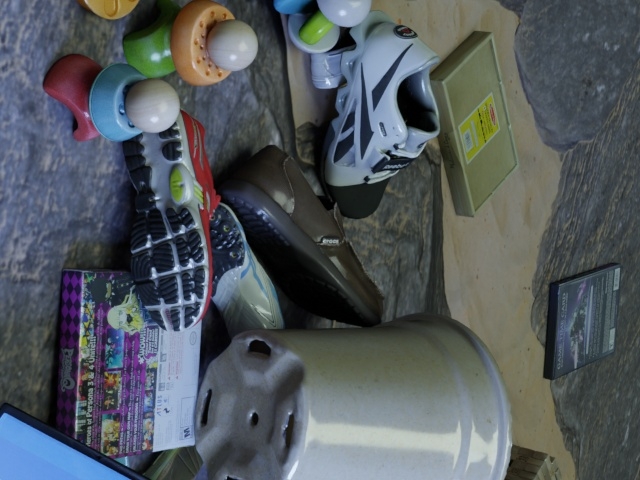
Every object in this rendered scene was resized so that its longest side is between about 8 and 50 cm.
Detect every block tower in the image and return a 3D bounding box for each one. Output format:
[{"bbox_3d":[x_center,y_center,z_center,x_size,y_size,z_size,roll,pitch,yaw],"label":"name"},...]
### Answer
[{"bbox_3d":[0.327,0.525,2.336,0.335,0.097,0.091,-51,135,-34],"label":"block tower"}]

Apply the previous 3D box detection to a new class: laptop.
[{"bbox_3d":[-0.310,0.348,1.350,0.234,0.136,0.264,31,70,-12],"label":"laptop"}]

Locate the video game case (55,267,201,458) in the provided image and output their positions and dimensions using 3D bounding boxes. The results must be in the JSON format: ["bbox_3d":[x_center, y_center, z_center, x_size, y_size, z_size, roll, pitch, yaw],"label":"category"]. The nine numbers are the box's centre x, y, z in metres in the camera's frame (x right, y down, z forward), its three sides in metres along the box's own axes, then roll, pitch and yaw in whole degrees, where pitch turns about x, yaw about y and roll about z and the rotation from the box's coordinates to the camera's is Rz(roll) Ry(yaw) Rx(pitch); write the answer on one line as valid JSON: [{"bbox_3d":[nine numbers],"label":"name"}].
[{"bbox_3d":[-0.231,0.149,1.551,0.210,0.042,0.232,0,94,-53],"label":"video game case"}]

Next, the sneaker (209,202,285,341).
[{"bbox_3d":[-0.110,0.047,1.676,0.086,0.085,0.237,-71,148,-56],"label":"sneaker"}]

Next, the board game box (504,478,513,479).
[{"bbox_3d":[0.289,0.573,2.000,0.357,0.356,0.356,16,85,-31],"label":"board game box"}]

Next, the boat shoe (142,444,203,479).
[{"bbox_3d":[-0.204,0.304,1.644,0.153,0.048,0.056,-51,132,-40],"label":"boat shoe"}]

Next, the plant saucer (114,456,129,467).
[{"bbox_3d":[-0.304,0.283,1.525,0.192,0.018,0.067,-19,113,-48],"label":"plant saucer"}]

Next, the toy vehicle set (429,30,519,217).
[{"bbox_3d":[0.259,-0.194,2.114,0.166,0.035,0.266,-44,131,-37],"label":"toy vehicle set"}]

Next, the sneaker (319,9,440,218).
[{"bbox_3d":[0.093,-0.146,1.780,0.122,0.146,0.330,-31,142,-36],"label":"sneaker"}]

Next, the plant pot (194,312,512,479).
[{"bbox_3d":[0.021,0.241,1.627,0.306,0.334,0.333,12,89,-41],"label":"plant pot"}]

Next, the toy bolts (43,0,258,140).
[{"bbox_3d":[-0.195,-0.222,1.422,0.228,0.159,0.218,-58,138,-26],"label":"toy bolts"}]

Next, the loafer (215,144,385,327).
[{"bbox_3d":[0.000,0.000,1.748,0.130,0.134,0.366,-62,139,-21],"label":"loafer"}]

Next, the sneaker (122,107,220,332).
[{"bbox_3d":[-0.161,-0.028,1.534,0.118,0.107,0.278,4,81,-63],"label":"sneaker"}]

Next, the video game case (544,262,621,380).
[{"bbox_3d":[0.538,0.161,2.572,0.274,0.026,0.196,-12,108,-49],"label":"video game case"}]

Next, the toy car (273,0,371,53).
[{"bbox_3d":[0.004,-0.350,1.681,0.136,0.159,0.182,35,68,-13],"label":"toy car"}]

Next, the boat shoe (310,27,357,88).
[{"bbox_3d":[0.050,-0.279,1.811,0.184,0.066,0.063,-31,124,-33],"label":"boat shoe"}]
